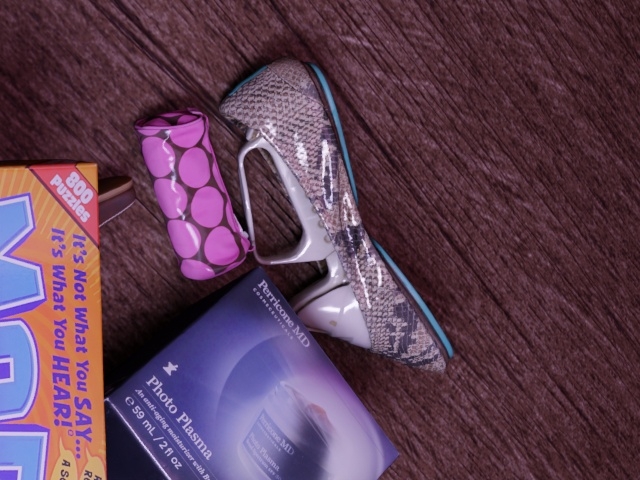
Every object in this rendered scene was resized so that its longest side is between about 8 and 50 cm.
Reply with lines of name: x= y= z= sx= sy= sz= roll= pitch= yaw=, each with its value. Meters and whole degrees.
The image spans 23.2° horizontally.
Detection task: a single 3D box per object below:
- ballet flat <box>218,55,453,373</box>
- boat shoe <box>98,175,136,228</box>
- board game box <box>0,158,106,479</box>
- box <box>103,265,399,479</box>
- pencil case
ballet flat: x=0.000 y=0.000 z=2.047 sx=0.182 sy=0.164 sz=0.482 roll=-30 pitch=107 yaw=-14
boat shoe: x=-0.301 y=-0.013 z=1.810 sx=0.207 sy=0.073 sz=0.073 roll=-26 pitch=111 yaw=-31
board game box: x=-0.452 y=0.106 z=1.486 sx=0.357 sy=0.356 sz=0.356 roll=-5 pitch=95 yaw=-42
box: x=-0.114 y=0.240 z=1.836 sx=0.296 sy=0.183 sz=0.294 roll=53 pitch=47 yaw=-6
pencil case: x=-0.155 y=-0.062 z=1.925 sx=0.098 sy=0.095 sz=0.209 roll=-20 pitch=108 yaw=-8
